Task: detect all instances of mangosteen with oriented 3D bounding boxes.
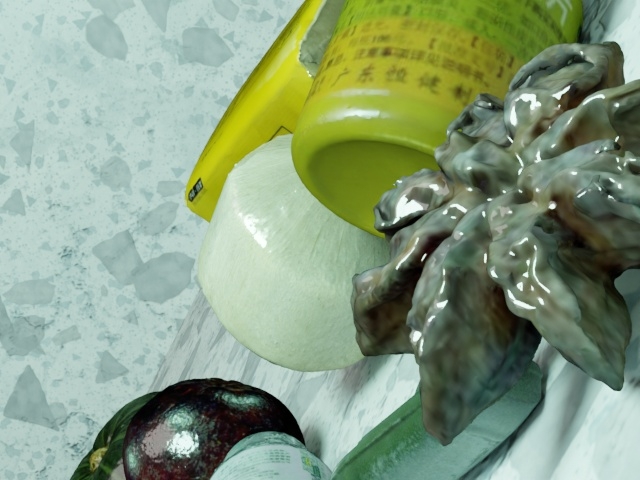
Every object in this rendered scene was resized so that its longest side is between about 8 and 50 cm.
[{"bbox_3d":[-0.120,0.262,1.322,0.216,0.216,0.216,-60,11,21],"label":"mangosteen"}]

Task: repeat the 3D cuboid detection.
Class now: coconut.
[{"bbox_3d":[0.000,0.000,1.257,0.266,0.237,0.237,114,174,-46],"label":"coconut"}]

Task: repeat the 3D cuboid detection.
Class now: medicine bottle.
[{"bbox_3d":[0.133,-0.201,1.116,0.224,0.224,0.384,-44,23,62],"label":"medicine bottle"},{"bbox_3d":[-0.041,0.276,1.074,0.141,0.141,0.293,-63,11,10],"label":"medicine bottle"}]

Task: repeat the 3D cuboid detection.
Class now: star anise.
[{"bbox_3d":[0.140,-0.016,0.805,0.332,0.117,0.331,-39,26,23],"label":"star anise"}]

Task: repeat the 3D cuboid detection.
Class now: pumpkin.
[{"bbox_3d":[-0.245,0.365,1.703,0.300,0.207,0.300,-46,15,16],"label":"pumpkin"}]

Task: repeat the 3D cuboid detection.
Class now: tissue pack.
[{"bbox_3d":[0.023,-0.171,1.498,0.382,0.228,0.293,-44,14,55],"label":"tissue pack"}]

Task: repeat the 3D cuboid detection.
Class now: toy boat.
[{"bbox_3d":[0.078,0.159,0.936,0.260,0.078,0.085,-50,30,42],"label":"toy boat"}]
